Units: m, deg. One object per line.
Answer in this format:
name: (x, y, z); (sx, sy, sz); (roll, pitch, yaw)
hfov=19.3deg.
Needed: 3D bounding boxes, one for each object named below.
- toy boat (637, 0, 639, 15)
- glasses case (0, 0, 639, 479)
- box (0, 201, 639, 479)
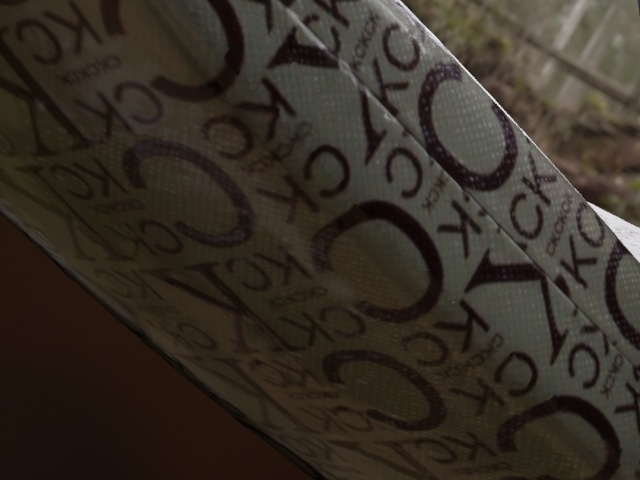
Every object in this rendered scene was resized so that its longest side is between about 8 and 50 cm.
toy boat: (0.229, -0.049, 0.560); (0.290, 0.100, 0.199); (33, -14, 41)
glasses case: (0.000, 0.000, 0.531); (0.137, 0.085, 0.354); (-8, -43, 48)
box: (0.014, 0.065, 0.859); (0.339, 0.239, 0.229); (28, 10, 22)
